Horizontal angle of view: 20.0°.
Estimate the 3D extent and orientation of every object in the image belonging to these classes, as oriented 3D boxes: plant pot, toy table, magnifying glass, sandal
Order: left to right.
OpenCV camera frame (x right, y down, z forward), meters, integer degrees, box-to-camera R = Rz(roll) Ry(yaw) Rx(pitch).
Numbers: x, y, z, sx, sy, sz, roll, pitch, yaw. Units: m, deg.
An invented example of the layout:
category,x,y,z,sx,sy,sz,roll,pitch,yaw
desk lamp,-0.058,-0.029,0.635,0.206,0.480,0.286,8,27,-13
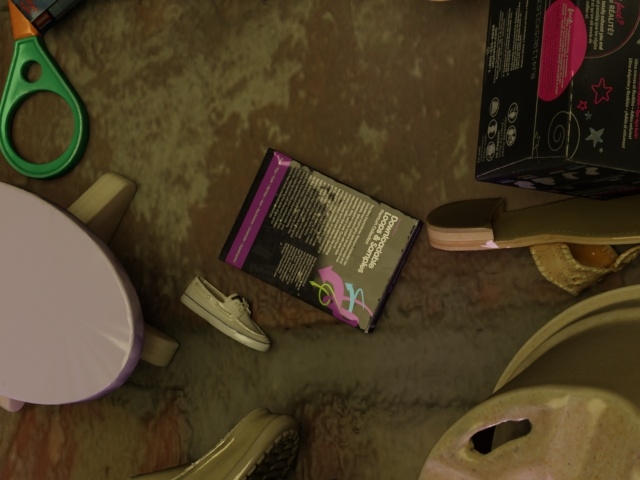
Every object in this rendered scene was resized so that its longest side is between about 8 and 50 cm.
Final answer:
category,x,y,z,sx,sy,sz,roll,pitch,yaw
magnifying glass,-0.281,-0.173,1.763,0.092,0.026,0.231,-11,81,15
toy table,-0.262,0.049,1.674,0.274,0.161,0.252,41,98,15
sandal,0.214,0.010,1.599,0.240,0.088,0.079,0,118,23
plant pot,0.219,0.205,1.336,0.333,0.305,0.334,1,93,26

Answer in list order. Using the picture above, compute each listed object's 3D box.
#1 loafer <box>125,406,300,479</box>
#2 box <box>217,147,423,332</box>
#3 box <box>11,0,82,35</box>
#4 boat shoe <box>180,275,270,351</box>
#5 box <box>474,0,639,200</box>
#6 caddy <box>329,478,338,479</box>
category,x,y,z,sx,sy,sz,roll,pitch,yaw
loafer,-0.131,0.240,1.654,0.268,0.102,0.092,-45,69,10
box,0.000,0.000,1.671,0.162,0.029,0.116,27,95,17
box,-0.286,-0.335,1.749,0.159,0.044,0.233,-42,77,-2
boat shoe,-0.083,0.066,1.688,0.100,0.035,0.035,34,99,22
box,0.233,-0.167,1.504,0.142,0.163,0.247,9,83,-22
caddy,-0.092,0.344,1.569,0.341,0.241,0.179,-41,83,9
